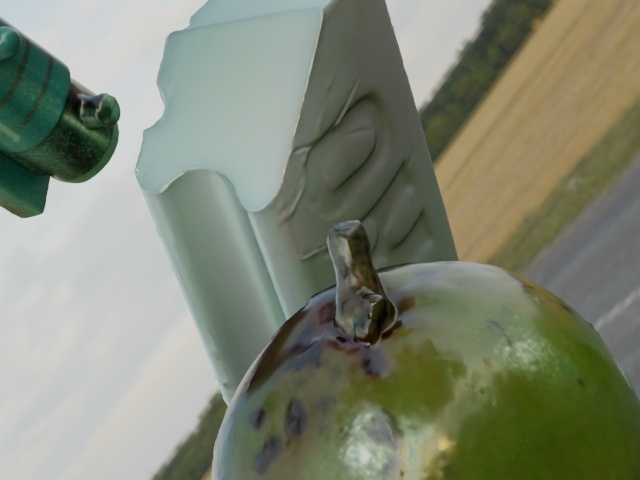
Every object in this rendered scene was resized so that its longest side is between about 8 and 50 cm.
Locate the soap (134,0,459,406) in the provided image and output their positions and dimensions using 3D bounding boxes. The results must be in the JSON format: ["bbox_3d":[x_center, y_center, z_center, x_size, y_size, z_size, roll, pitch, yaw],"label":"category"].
[{"bbox_3d":[0.000,0.000,0.865,0.173,0.095,0.289,-51,-48,-45],"label":"soap"}]

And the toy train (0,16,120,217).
[{"bbox_3d":[-0.258,-0.108,0.921,0.298,0.194,0.120,37,-129,-50],"label":"toy train"}]

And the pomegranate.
[{"bbox_3d":[0.039,0.099,0.555,0.156,0.156,0.220,-52,-23,-31],"label":"pomegranate"}]
